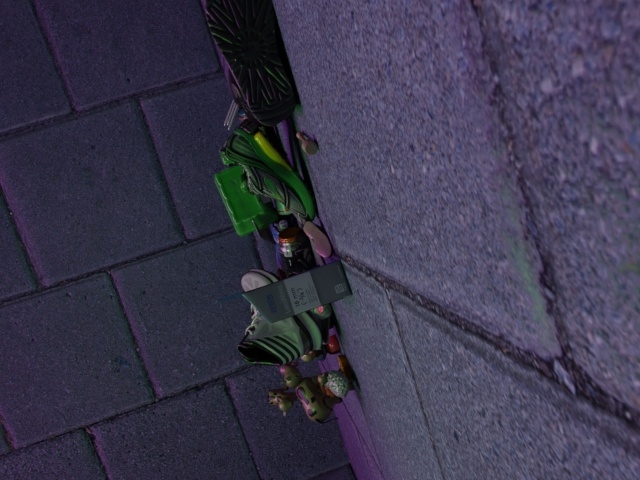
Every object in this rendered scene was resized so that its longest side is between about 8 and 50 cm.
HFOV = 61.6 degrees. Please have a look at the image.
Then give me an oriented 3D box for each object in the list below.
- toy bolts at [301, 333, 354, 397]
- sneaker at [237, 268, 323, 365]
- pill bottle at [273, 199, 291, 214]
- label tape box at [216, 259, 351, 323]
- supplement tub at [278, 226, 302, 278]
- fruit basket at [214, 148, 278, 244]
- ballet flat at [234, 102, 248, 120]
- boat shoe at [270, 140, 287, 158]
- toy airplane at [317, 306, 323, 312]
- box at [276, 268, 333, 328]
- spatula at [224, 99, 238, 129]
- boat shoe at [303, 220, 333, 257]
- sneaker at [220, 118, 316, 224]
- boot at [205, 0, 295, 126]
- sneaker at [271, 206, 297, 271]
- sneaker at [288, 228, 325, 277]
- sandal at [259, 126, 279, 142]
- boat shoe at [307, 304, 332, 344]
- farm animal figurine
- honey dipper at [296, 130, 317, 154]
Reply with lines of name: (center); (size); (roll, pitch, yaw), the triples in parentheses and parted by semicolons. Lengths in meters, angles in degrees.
toy bolts: (0.017, 0.483, 2.072); (0.218, 0.158, 0.229); (86, 164, -63)
sneaker: (-0.219, 0.275, 1.932); (0.447, 0.257, 0.169); (39, 139, 37)
pill bottle: (-0.122, -0.172, 1.780); (0.087, 0.087, 0.160); (-130, 22, -70)
label tape box: (-0.101, 0.159, 1.472); (0.240, 0.333, 0.106); (130, 121, -81)
supplement tub: (-0.087, 0.054, 1.956); (0.117, 0.116, 0.191); (-123, 15, -62)
fruit basket: (-0.238, -0.147, 1.900); (0.327, 0.165, 0.353); (66, -172, 7)
ballet flat: (-0.252, -0.485, 2.012); (0.106, 0.107, 0.316); (53, -172, -30)
boat shoe: (-0.141, -0.235, 1.586); (0.111, 0.104, 0.307); (46, -171, 30)
toy airplane: (-0.005, 0.165, 1.817); (0.151, 0.028, 0.151); (29, 126, 51)
box: (-0.070, 0.228, 2.190); (0.381, 0.143, 0.191); (-128, 22, -74)
spatula: (-0.302, -0.527, 1.976); (0.242, 0.019, 0.168); (-68, 24, 11)
boat shoe: (0.001, -0.001, 1.486); (0.042, 0.049, 0.133); (23, -156, -49)
sneaker: (-0.138, -0.164, 1.472); (0.343, 0.146, 0.134); (47, -178, -28)
boot: (-0.185, -0.474, 1.382); (0.445, 0.146, 0.367); (-119, 14, -74)
sneaker: (-0.140, -0.009, 2.152); (0.147, 0.129, 0.330); (77, 171, -51)
sneaker: (-0.058, 0.071, 1.755); (0.283, 0.124, 0.107); (-116, 11, -45)
sandal: (-0.200, -0.337, 1.821); (0.120, 0.086, 0.303); (-60, -38, -65)
boat shoe: (0.002, 0.249, 1.933); (0.096, 0.098, 0.277); (20, 125, 41)
farm animal figurine: (-0.071, 0.549, 1.986); (0.326, 0.172, 0.330); (40, 119, 32)
honey dipper: (-0.035, -0.230, 1.247); (0.161, 0.030, 0.031); (-116, 10, -66)
